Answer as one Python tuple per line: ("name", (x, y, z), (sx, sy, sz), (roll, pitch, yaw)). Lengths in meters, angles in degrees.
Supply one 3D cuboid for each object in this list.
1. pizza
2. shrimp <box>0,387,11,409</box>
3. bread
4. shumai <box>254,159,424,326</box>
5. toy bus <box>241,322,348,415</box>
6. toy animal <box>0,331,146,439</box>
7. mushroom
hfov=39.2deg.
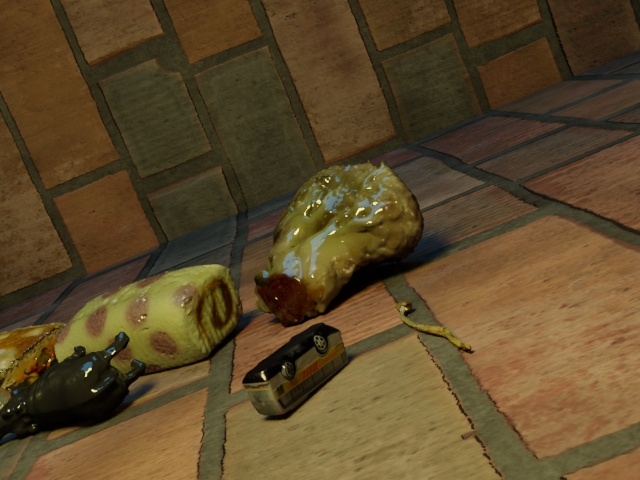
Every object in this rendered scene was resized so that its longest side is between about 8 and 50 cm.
("pizza", (-0.730, 0.321, 1.831), (0.439, 0.130, 0.406), (-16, 23, 3))
("shrimp", (-0.642, 0.316, 1.633), (0.187, 0.052, 0.132), (-6, 35, -30))
("bread", (-0.324, 0.156, 1.690), (0.338, 0.155, 0.187), (-15, 17, 31))
("shumai", (-0.003, 0.000, 1.645), (0.283, 0.217, 0.346), (-29, 15, -35))
("toy bus", (-0.031, 0.175, 1.220), (0.057, 0.072, 0.172), (-12, 13, 39))
("toy animal", (-0.454, 0.267, 1.554), (0.343, 0.106, 0.168), (-24, 16, 28))
("mushroom", (0.152, 0.122, 1.263), (0.025, 0.028, 0.286), (19, 4, -13))
